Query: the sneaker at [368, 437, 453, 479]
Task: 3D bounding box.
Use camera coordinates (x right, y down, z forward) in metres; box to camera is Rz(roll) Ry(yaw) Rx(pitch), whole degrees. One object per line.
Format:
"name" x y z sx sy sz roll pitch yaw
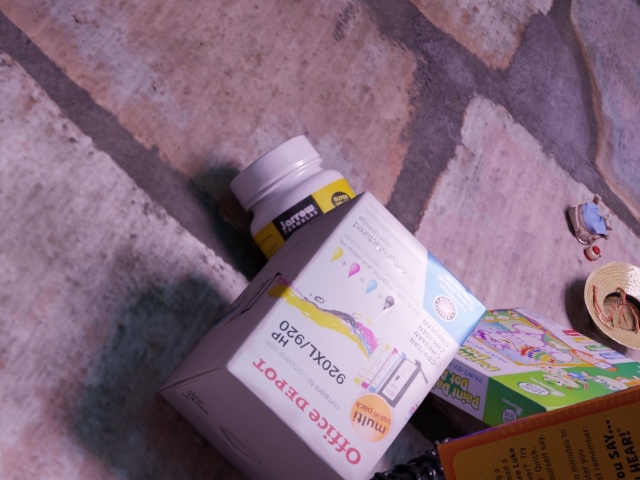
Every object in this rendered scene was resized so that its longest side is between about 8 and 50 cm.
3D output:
"sneaker" 0.101 0.245 1.539 0.267 0.106 0.101 3 17 -34

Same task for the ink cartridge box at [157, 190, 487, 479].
"ink cartridge box" 0.001 0.107 1.467 0.171 0.168 0.232 44 62 -10

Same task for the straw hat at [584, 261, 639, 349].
"straw hat" 0.396 0.100 2.072 0.145 0.061 0.144 14 52 -19

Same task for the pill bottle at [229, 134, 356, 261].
"pill bottle" 0.000 0.000 1.664 0.208 0.119 0.119 55 35 4

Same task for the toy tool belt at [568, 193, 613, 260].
"toy tool belt" 0.380 -0.019 2.164 0.052 0.051 0.083 11 53 -43

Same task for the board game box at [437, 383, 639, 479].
"board game box" 0.385 0.283 1.363 0.356 0.356 0.356 -6 78 -50

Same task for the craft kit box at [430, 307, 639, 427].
"craft kit box" 0.229 0.146 1.709 0.247 0.061 0.250 -5 23 -42
